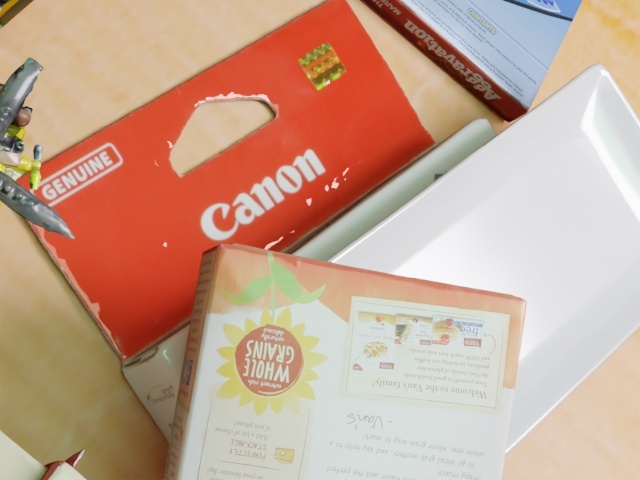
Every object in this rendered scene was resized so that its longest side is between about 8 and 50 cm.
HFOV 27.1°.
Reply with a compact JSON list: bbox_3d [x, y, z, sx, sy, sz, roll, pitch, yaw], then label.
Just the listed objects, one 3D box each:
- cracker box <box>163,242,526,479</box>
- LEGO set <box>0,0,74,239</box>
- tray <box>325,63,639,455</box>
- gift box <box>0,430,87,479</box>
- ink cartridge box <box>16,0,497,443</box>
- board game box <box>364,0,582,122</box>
[{"bbox_3d":[0.002,0.129,0.647,0.155,0.067,0.232,11,84,-11],"label":"cracker box"},{"bbox_3d":[-0.230,-0.137,0.562,0.331,0.192,0.255,34,57,-27],"label":"LEGO set"},{"bbox_3d":[0.119,0.014,0.777,0.270,0.030,0.145,-36,96,-34],"label":"tray"},{"bbox_3d":[-0.214,0.132,0.482,0.258,0.255,0.276,44,65,-10],"label":"gift box"},{"bbox_3d":[0.000,0.000,0.763,0.275,0.060,0.239,-36,96,-33],"label":"ink cartridge box"},{"bbox_3d":[0.055,-0.219,0.878,0.281,0.027,0.145,38,62,-16],"label":"board game box"}]
